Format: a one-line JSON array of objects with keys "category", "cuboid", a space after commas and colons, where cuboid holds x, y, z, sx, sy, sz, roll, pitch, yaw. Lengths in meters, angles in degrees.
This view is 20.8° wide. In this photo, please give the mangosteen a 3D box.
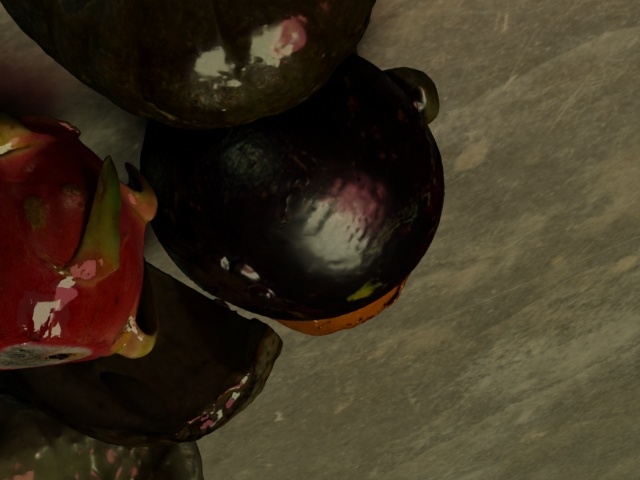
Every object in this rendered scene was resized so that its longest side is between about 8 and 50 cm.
[{"category": "mangosteen", "cuboid": [-0.019, -0.068, 1.567, 0.288, 0.288, 0.288, -21, 150, -13]}]

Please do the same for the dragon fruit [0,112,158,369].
[{"category": "dragon fruit", "cuboid": [-0.246, 0.001, 1.473, 0.224, 0.227, 0.224, 1, 165, 0]}]

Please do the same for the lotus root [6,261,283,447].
[{"category": "lotus root", "cuboid": [-0.182, 0.106, 1.686, 0.210, 0.314, 0.142, -42, 142, -11]}]

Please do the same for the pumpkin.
[{"category": "pumpkin", "cuboid": [-0.076, -0.215, 1.320, 0.325, 0.232, 0.242, -30, 149, -3]}]

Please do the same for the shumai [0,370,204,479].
[{"category": "shumai", "cuboid": [-0.335, 0.274, 1.722, 0.397, 0.324, 0.323, 4, 175, 34]}]

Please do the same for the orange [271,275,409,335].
[{"category": "orange", "cuboid": [0.000, 0.000, 1.781, 0.193, 0.161, 0.193, -13, 116, -27]}]
